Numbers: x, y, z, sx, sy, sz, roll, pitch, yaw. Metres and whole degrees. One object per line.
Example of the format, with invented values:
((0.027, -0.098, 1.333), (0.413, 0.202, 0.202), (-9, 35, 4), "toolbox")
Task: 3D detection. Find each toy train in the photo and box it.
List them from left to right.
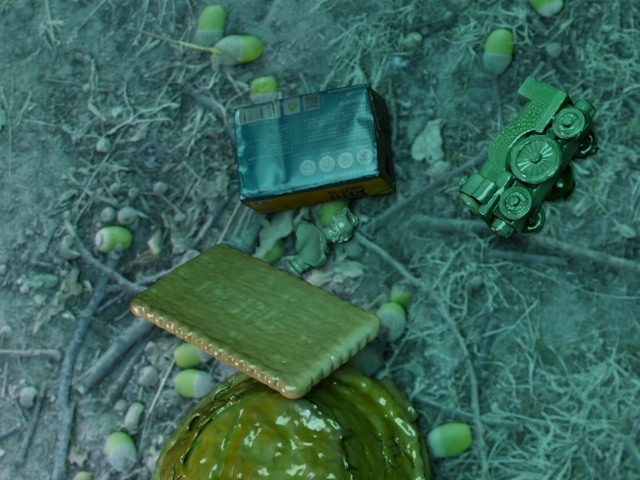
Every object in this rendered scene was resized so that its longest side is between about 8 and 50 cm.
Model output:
((0.226, -0.088, 1.442), (0.104, 0.071, 0.178), (33, 85, 30), "toy train")

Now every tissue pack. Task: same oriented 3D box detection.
((-0.006, -0.102, 1.507), (0.169, 0.082, 0.120), (-10, 74, 14), "tissue pack")

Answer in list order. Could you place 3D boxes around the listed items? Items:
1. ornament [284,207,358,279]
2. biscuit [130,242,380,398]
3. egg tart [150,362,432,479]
((-0.002, 0.003, 1.500), (0.092, 0.041, 0.068), (-25, 47, 21), "ornament")
((-0.072, 0.084, 1.440), (0.249, 0.030, 0.160), (24, 41, 31), "biscuit")
((-0.044, 0.265, 1.369), (0.341, 0.132, 0.341), (-5, 60, 9), "egg tart")
